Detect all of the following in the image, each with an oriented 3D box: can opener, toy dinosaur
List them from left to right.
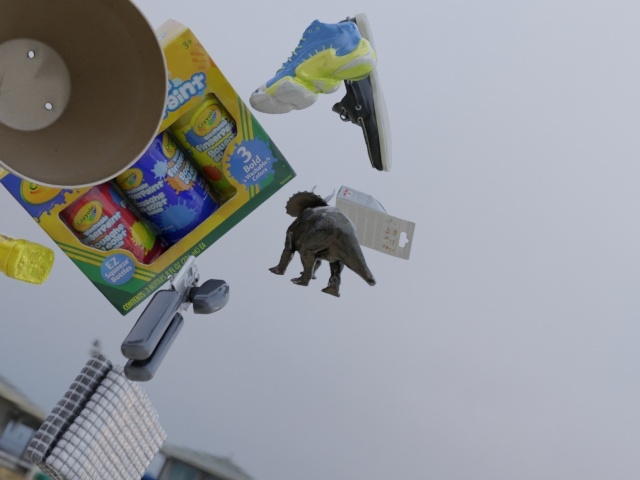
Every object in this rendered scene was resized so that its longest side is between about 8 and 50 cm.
[{"bbox_3d":[-0.214,0.109,1.602,0.093,0.280,0.074,4,-63,15],"label":"can opener"},{"bbox_3d":[0.000,0.000,1.850,0.121,0.160,0.313,12,8,-23],"label":"toy dinosaur"}]

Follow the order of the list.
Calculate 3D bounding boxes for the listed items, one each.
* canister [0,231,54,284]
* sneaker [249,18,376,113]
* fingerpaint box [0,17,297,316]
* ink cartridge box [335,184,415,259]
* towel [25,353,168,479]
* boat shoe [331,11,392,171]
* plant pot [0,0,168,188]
[{"bbox_3d":[-0.590,0.017,1.966,0.170,0.073,0.126,18,-4,17],"label":"canister"},{"bbox_3d":[-0.022,-0.316,1.930,0.240,0.126,0.091,-19,-22,9],"label":"sneaker"},{"bbox_3d":[-0.333,-0.140,2.074,0.371,0.445,0.163,54,-6,-28],"label":"fingerpaint box"},{"bbox_3d":[0.118,-0.038,2.329,0.179,0.045,0.145,17,-34,9],"label":"ink cartridge box"},{"bbox_3d":[-0.422,0.378,2.057,0.121,0.235,0.283,19,-29,23],"label":"towel"},{"bbox_3d":[0.075,-0.305,2.281,0.113,0.339,0.127,-11,4,10],"label":"boat shoe"},{"bbox_3d":[-0.379,-0.218,1.482,0.284,0.284,0.191,36,-14,-31],"label":"plant pot"}]
